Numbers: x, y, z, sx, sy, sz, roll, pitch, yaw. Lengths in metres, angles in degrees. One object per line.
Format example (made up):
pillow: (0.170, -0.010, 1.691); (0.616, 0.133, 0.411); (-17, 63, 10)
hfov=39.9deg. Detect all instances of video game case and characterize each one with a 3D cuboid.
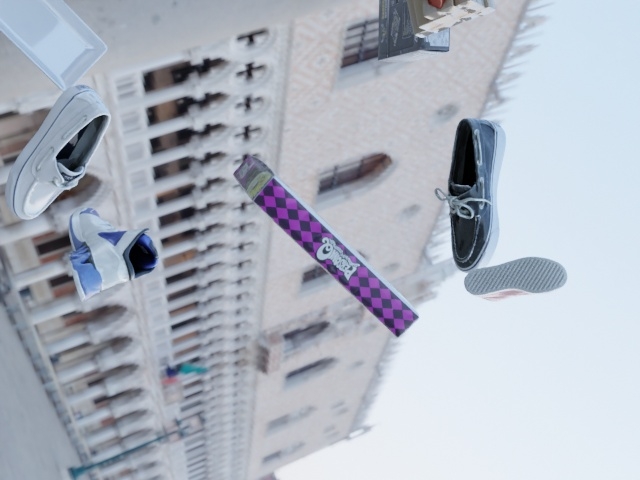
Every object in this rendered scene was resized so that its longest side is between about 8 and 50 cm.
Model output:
video game case: (0.000, 0.000, 1.042); (0.232, 0.042, 0.210); (44, 1, -17)

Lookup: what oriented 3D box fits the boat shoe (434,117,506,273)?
boat shoe: (0.290, -0.087, 1.728); (0.113, 0.105, 0.306); (19, -78, 49)

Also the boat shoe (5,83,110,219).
boat shoe: (-0.423, -0.126, 1.420); (0.084, 0.095, 0.258); (46, -64, 27)

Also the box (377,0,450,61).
box: (0.158, -0.428, 1.503); (0.183, 0.056, 0.230); (-166, -105, -71)

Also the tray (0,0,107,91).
tray: (-0.547, -0.419, 1.676); (0.270, 0.145, 0.030); (46, -33, -22)

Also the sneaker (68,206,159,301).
sneaker: (-0.457, 0.025, 1.961); (0.315, 0.182, 0.127); (-122, -157, -61)

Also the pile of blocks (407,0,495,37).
pile of blocks: (0.146, -0.432, 1.047); (0.149, 0.113, 0.362); (15, -83, 35)

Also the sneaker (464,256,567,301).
sneaker: (0.263, 0.054, 1.193); (0.070, 0.134, 0.050); (40, 44, -74)
